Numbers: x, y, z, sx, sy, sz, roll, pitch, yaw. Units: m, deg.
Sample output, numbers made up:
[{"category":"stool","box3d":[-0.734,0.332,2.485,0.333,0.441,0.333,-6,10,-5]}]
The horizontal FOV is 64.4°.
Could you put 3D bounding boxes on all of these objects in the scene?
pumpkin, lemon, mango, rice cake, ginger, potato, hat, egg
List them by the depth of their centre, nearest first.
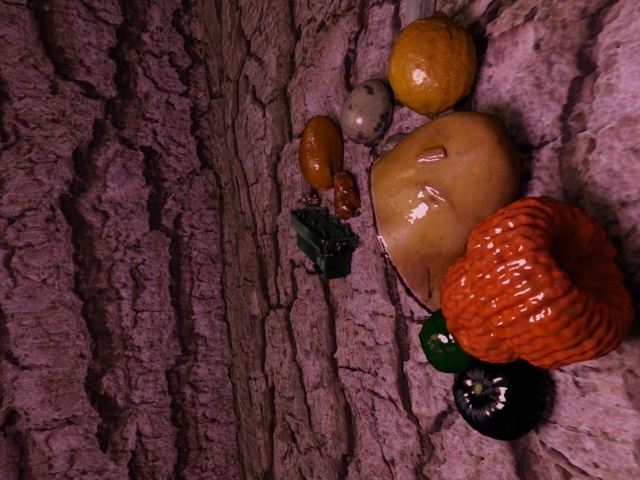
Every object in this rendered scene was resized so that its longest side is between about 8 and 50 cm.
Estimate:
[{"category":"hat","box3d":[0.324,0.096,0.932,0.400,0.285,0.286,-32,66,55]},{"category":"pumpkin","box3d":[0.369,0.308,1.049,0.202,0.140,0.202,-35,49,52]},{"category":"potato","box3d":[0.292,-0.061,1.051,0.295,0.289,0.398,-26,83,32]},{"category":"lemon","box3d":[0.248,-0.387,1.133,0.192,0.192,0.231,22,111,61]},{"category":"rice cake","box3d":[0.253,-0.672,1.222,0.066,0.062,0.337,-140,52,-59]},{"category":"egg","box3d":[0.131,-0.362,1.427,0.141,0.141,0.182,33,105,58]},{"category":"ginger","box3d":[0.084,-0.139,1.628,0.103,0.073,0.162,-129,35,-69]},{"category":"mango","box3d":[0.000,-0.288,1.682,0.156,0.151,0.249,-63,-26,-74]}]

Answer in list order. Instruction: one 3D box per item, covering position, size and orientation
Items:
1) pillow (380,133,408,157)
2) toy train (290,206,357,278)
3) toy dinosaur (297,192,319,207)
[{"category":"pillow","box3d":[0.206,-0.163,1.394,0.169,0.059,0.255,21,111,58]},{"category":"toy train","box3d":[0.000,0.000,1.746,0.330,0.138,0.178,-139,46,-56]},{"category":"toy dinosaur","box3d":[-0.045,-0.151,1.904,0.154,0.049,0.055,4,101,58]}]
